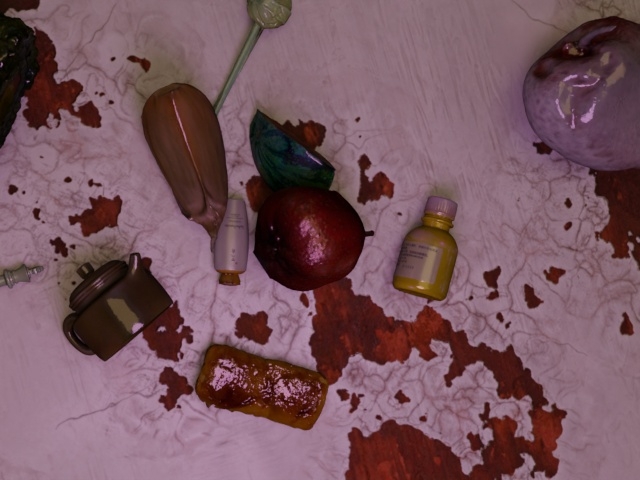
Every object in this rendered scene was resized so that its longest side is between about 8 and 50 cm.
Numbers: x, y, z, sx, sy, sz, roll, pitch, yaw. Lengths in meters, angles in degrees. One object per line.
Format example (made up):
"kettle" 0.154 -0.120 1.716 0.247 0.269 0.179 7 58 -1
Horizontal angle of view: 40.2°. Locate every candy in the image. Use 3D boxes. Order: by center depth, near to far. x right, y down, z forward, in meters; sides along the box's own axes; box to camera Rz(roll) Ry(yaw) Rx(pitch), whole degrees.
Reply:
"candy" -0.163 -0.393 1.864 0.092 0.093 0.335 26 91 34

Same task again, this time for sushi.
"sushi" -0.666 -0.267 1.636 0.178 0.294 0.352 23 81 -6

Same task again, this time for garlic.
"garlic" -0.267 -0.146 1.765 0.151 0.196 0.338 -12 97 2

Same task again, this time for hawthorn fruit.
"hawthorn fruit" 0.000 0.000 1.800 0.266 0.230 0.210 3 57 -33

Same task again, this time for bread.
"bread" -0.122 0.309 1.820 0.271 0.077 0.139 20 86 -12

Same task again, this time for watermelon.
"watermelon" -0.063 -0.170 1.823 0.231 0.146 0.128 37 81 -9

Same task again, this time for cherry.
"cherry" 0.599 -0.305 1.893 0.326 0.291 0.334 -19 105 -29

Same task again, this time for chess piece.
"chess piece" -0.628 0.079 1.748 0.149 0.059 0.059 -18 90 -19

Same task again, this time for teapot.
"teapot" -0.420 0.124 1.724 0.268 0.185 0.175 -40 89 25

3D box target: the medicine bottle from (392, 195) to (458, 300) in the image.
"medicine bottle" 0.237 0.015 1.885 0.122 0.122 0.212 17 83 -10

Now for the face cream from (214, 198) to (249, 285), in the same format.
"face cream" -0.186 0.004 1.837 0.072 0.051 0.182 4 87 -15
